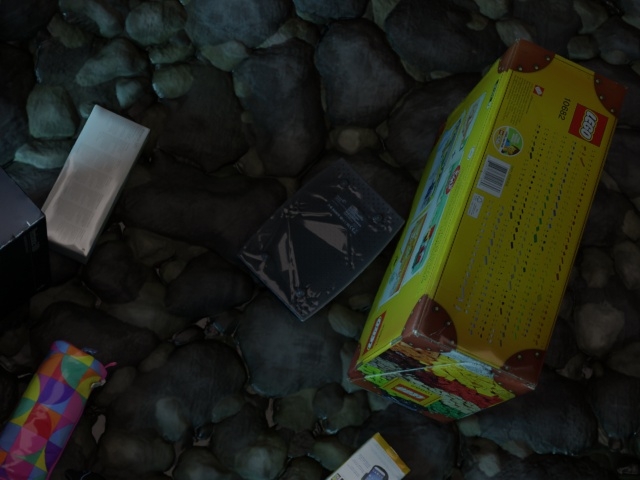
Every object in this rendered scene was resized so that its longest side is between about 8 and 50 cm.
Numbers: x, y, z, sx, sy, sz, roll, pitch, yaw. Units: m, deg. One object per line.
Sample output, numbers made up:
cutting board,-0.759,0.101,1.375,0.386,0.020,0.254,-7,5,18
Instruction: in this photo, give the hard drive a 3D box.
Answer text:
hard drive,0.000,0.000,1.824,0.172,0.054,0.254,45,69,3

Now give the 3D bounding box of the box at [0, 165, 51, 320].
box,-0.554,0.048,1.528,0.312,0.343,0.179,-40,85,-21

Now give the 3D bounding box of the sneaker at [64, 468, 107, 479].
sneaker,-0.375,0.446,1.592,0.090,0.081,0.232,23,63,-3

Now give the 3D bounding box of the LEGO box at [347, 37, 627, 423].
LEGO box,0.250,-0.001,1.714,0.193,0.372,0.500,24,70,-5

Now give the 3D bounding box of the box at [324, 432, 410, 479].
box,0.067,0.379,1.740,0.136,0.028,0.081,-39,85,-18

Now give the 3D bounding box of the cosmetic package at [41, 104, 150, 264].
cosmetic package,-0.368,-0.090,1.762,0.099,0.060,0.239,24,70,-3

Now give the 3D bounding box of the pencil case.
pencil case,-0.404,0.260,1.630,0.104,0.104,0.236,29,71,-3
